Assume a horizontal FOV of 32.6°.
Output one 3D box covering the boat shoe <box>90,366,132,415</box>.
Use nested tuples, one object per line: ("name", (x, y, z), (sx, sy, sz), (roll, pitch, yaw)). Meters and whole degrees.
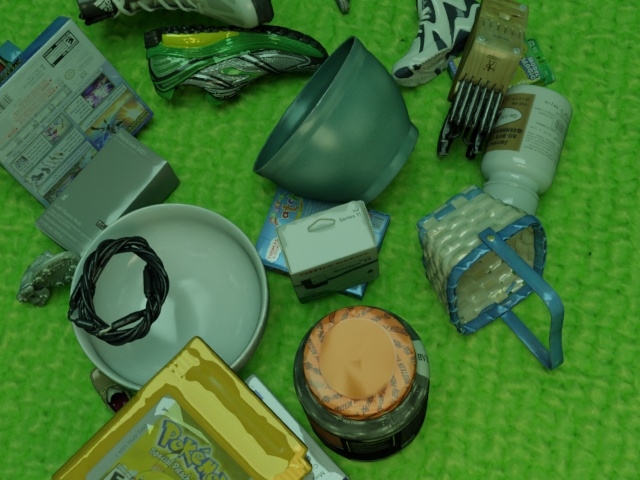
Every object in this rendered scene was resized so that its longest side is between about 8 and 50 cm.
("boat shoe", (-0.353, 0.267, 1.891), (0.050, 0.045, 0.135), (-42, 73, -10))

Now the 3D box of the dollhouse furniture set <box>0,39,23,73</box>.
("dollhouse furniture set", (-0.583, -0.291, 2.061), (0.184, 0.129, 0.129), (39, 78, 15))

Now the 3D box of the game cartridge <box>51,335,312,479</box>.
("game cartridge", (-0.212, 0.361, 1.730), (0.285, 0.052, 0.323), (45, 88, 4))

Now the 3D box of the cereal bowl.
("cereal bowl", (-0.249, 0.112, 1.887), (0.339, 0.141, 0.338), (-1, 71, 4))

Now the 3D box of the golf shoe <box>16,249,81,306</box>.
("golf shoe", (-0.481, 0.045, 1.931), (0.176, 0.069, 0.086), (-31, 50, 37))

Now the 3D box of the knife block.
("knife block", (0.284, -0.282, 1.977), (0.088, 0.242, 0.275), (20, 42, -1))

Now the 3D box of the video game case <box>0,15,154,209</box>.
("video game case", (-0.475, -0.224, 1.980), (0.269, 0.244, 0.061), (-48, 36, -12))

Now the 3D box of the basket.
("basket", (0.297, 0.064, 1.802), (0.201, 0.254, 0.289), (-31, 60, -9))

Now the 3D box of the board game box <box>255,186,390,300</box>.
("board game box", (0.000, 0.000, 1.960), (0.212, 0.039, 0.160), (18, 74, 9))

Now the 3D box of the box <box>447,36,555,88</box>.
("box", (0.339, -0.314, 2.044), (0.179, 0.043, 0.105), (-21, 71, -4))

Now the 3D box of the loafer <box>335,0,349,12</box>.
("loafer", (0.039, -0.501, 2.134), (0.039, 0.045, 0.125), (-16, 67, -8))

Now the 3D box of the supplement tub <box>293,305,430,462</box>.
("supplement tub", (0.067, 0.225, 1.718), (0.207, 0.338, 0.207), (-1, 71, 3))

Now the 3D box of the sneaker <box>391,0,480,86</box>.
("sneaker", (0.196, -0.399, 2.058), (0.235, 0.094, 0.153), (-37, 71, -9))

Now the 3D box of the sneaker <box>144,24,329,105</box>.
("sneaker", (-0.154, -0.332, 2.064), (0.344, 0.134, 0.146), (-2, 107, -3))

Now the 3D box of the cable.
("cable", (-0.325, 0.078, 1.807), (0.151, 0.047, 0.184), (22, 73, 12))

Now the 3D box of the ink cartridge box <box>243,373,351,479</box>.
("ink cartridge box", (-0.123, 0.445, 1.800), (0.324, 0.071, 0.330), (-42, 71, -10))

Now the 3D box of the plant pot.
("plant pot", (0.046, -0.182, 1.916), (0.196, 0.293, 0.293), (35, 75, -12))

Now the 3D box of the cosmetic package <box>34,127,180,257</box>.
("cosmetic package", (-0.382, -0.071, 1.983), (0.127, 0.107, 0.238), (34, 80, 17))

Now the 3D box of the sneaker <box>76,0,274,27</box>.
("sneaker", (-0.298, -0.443, 2.010), (0.257, 0.169, 0.447), (-39, 47, -21))

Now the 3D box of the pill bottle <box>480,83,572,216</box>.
("pill bottle", (0.355, -0.148, 1.936), (0.131, 0.131, 0.229), (16, 73, 10))

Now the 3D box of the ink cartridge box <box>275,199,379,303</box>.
("ink cartridge box", (0.015, 0.022, 1.820), (0.153, 0.208, 0.086), (-19, 73, -1))
